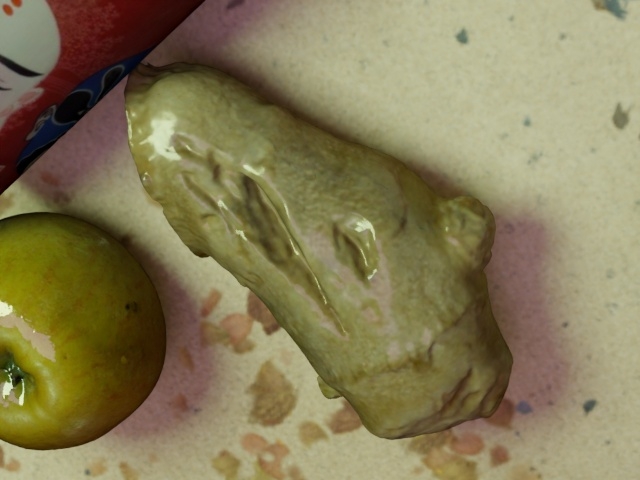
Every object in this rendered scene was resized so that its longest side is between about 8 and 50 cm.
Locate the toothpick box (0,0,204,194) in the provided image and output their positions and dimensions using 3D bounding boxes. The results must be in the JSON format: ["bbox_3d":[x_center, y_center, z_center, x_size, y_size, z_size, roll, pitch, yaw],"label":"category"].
[{"bbox_3d":[-0.203,-0.173,1.008,0.333,0.204,0.204,-40,100,23],"label":"toothpick box"}]

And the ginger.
[{"bbox_3d":[0.000,0.000,1.079,0.354,0.126,0.190,38,119,-7],"label":"ginger"}]

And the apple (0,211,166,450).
[{"bbox_3d":[-0.204,0.069,1.130,0.182,0.155,0.182,3,111,7],"label":"apple"}]
